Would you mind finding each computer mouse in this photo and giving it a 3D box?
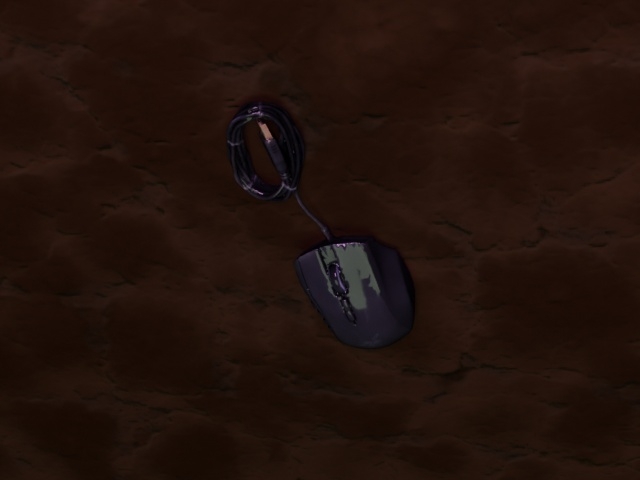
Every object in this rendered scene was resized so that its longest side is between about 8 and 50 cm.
[{"bbox_3d":[0.000,0.000,1.129,0.071,0.041,0.242,-13,135,24],"label":"computer mouse"}]
